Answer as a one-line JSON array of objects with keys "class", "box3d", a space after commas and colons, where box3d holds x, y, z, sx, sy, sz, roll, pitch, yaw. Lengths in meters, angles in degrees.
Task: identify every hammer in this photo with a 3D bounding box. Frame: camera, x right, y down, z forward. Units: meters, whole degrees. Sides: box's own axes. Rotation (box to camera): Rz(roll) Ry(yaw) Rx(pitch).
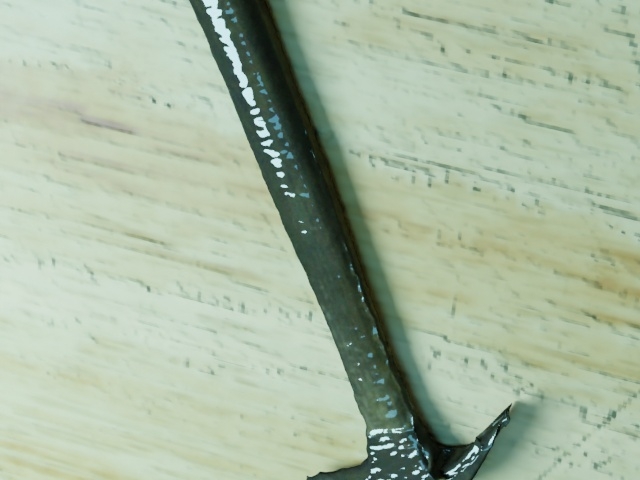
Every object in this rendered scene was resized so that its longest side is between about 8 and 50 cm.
[{"class": "hammer", "box3d": [0.000, 0.000, 0.914, 0.125, 0.027, 0.297, -12, 111, 27]}]
